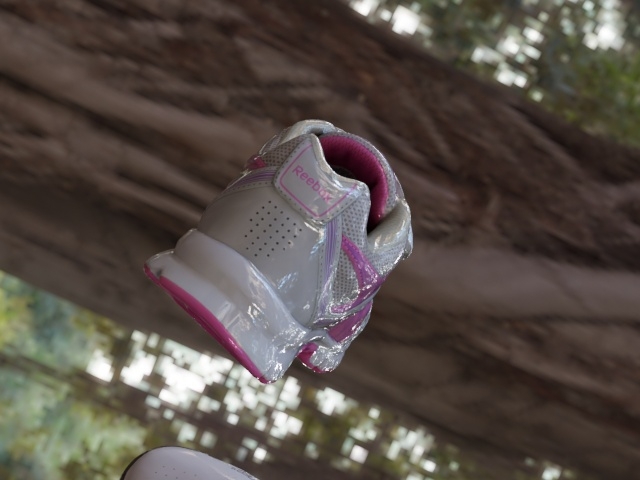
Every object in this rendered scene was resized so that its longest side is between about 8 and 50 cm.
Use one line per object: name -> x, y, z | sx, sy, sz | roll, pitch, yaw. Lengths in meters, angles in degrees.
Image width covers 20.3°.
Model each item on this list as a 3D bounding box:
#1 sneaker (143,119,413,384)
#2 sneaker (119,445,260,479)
sneaker -> 0.000, 0.000, 0.909 | 0.111, 0.103, 0.252 | -47, 178, 7
sneaker -> -0.018, 0.195, 1.073 | 0.090, 0.270, 0.145 | -38, 158, -24
